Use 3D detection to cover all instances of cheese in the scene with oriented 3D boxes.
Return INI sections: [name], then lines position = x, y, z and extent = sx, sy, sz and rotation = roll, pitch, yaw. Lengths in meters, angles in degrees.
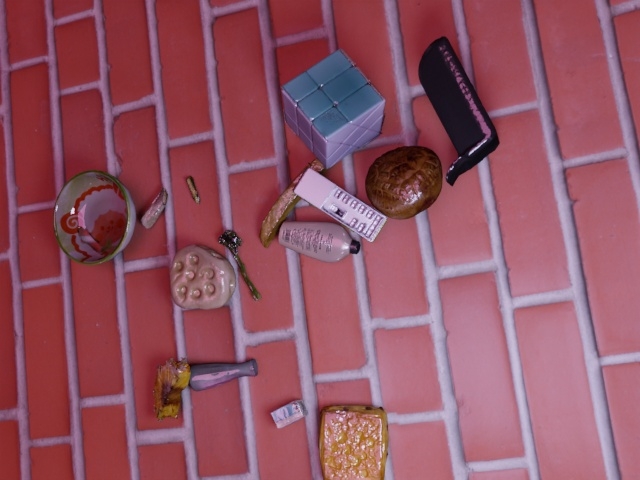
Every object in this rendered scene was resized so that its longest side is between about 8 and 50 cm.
[cheese]
position = -0.388, 0.128, 1.966
extent = 0.218, 0.117, 0.235
rotation = -39, 74, 11

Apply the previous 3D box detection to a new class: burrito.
[burrito]
position = -0.566, -0.108, 2.076
extent = 0.055, 0.041, 0.149
rotation = 38, 95, 29

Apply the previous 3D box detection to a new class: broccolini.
[broccolini]
position = -0.255, 0.080, 1.985
extent = 0.057, 0.071, 0.254
rotation = -26, 83, -31

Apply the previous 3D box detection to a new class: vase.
[vase]
position = -0.308, 0.425, 1.936
extent = 0.214, 0.086, 0.086
rotation = -12, 81, 9

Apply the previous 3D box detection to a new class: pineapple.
[pineapple]
position = -0.487, 0.461, 1.958
extent = 0.135, 0.079, 0.233
rotation = 45, 119, 41

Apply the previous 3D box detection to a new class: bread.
[bread]
position = 0.099, 0.611, 1.798
extent = 0.210, 0.099, 0.235
rotation = -1, 78, 13

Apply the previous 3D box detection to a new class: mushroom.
[mushroom]
position = 0.248, -0.180, 1.782
extent = 0.253, 0.153, 0.253
rotation = -17, 43, 17

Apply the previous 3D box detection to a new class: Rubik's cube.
[Rubik's cube]
position = 0.040, -0.391, 1.824
extent = 0.231, 0.221, 0.225
rotation = -35, 76, -9

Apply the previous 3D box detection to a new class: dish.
[dish]
position = -0.756, -0.075, 2.087
extent = 0.324, 0.124, 0.324
rotation = -1, 88, 21

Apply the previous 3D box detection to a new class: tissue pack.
[tissue pack]
position = -0.093, 0.535, 1.867
extent = 0.094, 0.074, 0.059
rotation = -28, 75, 8

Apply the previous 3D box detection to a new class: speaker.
[speaker]
position = 0.382, -0.377, 1.783
extent = 0.184, 0.180, 0.388
rotation = -26, 78, 16

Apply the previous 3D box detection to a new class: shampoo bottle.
[shampoo bottle]
position = 0.000, 0.000, 1.893
extent = 0.256, 0.078, 0.127
rotation = 12, 92, 18

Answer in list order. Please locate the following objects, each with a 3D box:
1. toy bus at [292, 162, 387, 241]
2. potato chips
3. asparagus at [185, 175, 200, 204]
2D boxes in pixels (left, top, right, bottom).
[toy bus]
position = 0.059, -0.110, 1.835
extent = 0.301, 0.139, 0.113
rotation = 32, 94, -2
[potato chips]
position = -0.076, -0.150, 1.933
extent = 0.057, 0.080, 0.407
rotation = 42, 95, 25
[asparagus]
position = -0.433, -0.173, 2.057
extent = 0.025, 0.021, 0.108
rotation = -25, 79, 10
